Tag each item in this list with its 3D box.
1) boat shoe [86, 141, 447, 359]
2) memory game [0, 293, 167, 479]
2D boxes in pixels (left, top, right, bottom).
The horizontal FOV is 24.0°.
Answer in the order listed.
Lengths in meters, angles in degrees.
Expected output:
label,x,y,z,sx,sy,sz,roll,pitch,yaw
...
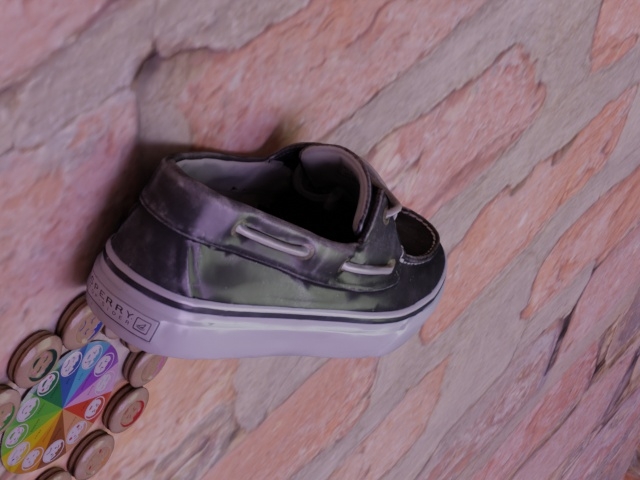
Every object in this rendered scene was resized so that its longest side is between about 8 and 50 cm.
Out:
label,x,y,z,sx,sy,sz,roll,pitch,yaw
boat shoe,0.000,0.000,0.945,0.335,0.121,0.119,-8,134,-59
memory game,-0.156,0.106,0.922,0.186,0.012,0.186,-44,155,-27
